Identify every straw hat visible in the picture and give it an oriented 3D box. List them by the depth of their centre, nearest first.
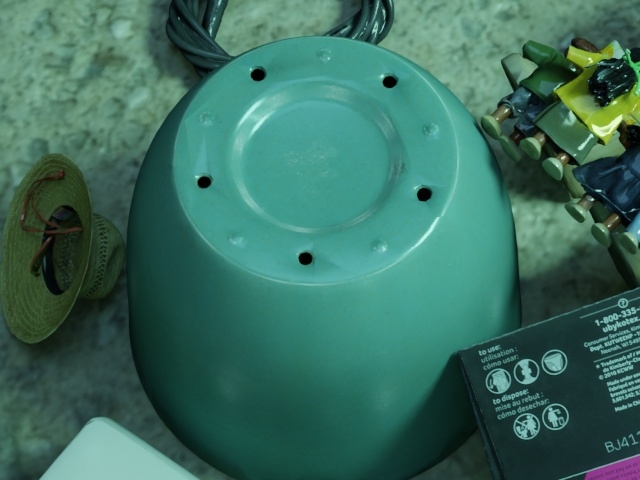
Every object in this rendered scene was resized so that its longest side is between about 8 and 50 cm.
[{"bbox_3d":[-0.178,0.009,1.286,0.061,0.144,0.145,14,56,-37],"label":"straw hat"}]

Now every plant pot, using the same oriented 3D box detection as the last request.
[{"bbox_3d":[0.000,0.000,1.192,0.293,0.235,0.293,-1,64,1],"label":"plant pot"}]

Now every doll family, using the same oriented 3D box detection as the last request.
[{"bbox_3d":[0.200,-0.064,1.114,0.111,0.076,0.193,-42,83,-11],"label":"doll family"}]

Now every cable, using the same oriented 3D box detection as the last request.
[{"bbox_3d":[-0.030,-0.187,1.399,0.184,0.047,0.150,-35,62,-12],"label":"cable"}]

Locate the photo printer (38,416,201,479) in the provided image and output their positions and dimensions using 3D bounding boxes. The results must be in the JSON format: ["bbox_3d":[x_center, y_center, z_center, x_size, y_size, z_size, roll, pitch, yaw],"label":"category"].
[{"bbox_3d":[-0.097,0.293,1.117,0.307,0.107,0.256,33,69,17],"label":"photo printer"}]

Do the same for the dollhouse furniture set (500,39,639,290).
[{"bbox_3d":[0.282,-0.215,1.234,0.362,0.256,0.394,-31,57,4],"label":"dollhouse furniture set"}]

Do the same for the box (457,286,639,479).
[{"bbox_3d":[0.238,0.116,1.123,0.247,0.142,0.163,-20,65,13],"label":"box"}]
